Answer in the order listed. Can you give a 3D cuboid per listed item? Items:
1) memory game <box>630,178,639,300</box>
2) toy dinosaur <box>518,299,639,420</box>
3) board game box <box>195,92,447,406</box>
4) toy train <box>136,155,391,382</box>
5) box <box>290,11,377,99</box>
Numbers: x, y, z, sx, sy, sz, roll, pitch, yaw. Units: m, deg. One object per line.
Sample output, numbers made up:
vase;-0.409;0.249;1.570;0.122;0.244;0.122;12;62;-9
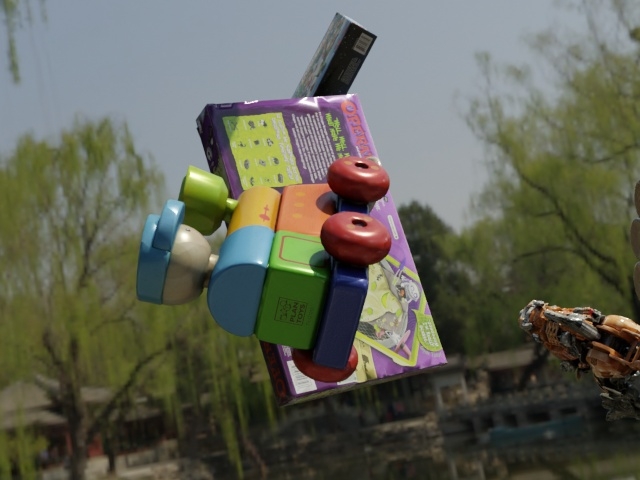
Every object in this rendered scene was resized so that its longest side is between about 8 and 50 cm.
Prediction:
memory game;0.280;0.025;0.814;0.012;0.186;0.186;-7;-10;-3
toy dinosaur;0.456;0.183;1.623;0.164;0.322;0.218;-47;-51;6
board game box;0.000;0.000;1.189;0.208;0.347;0.056;-9;-17;-26
toy train;-0.033;-0.017;0.702;0.143;0.105;0.248;13;27;-4
box;-0.003;-0.212;1.514;0.044;0.233;0.159;26;12;-14
